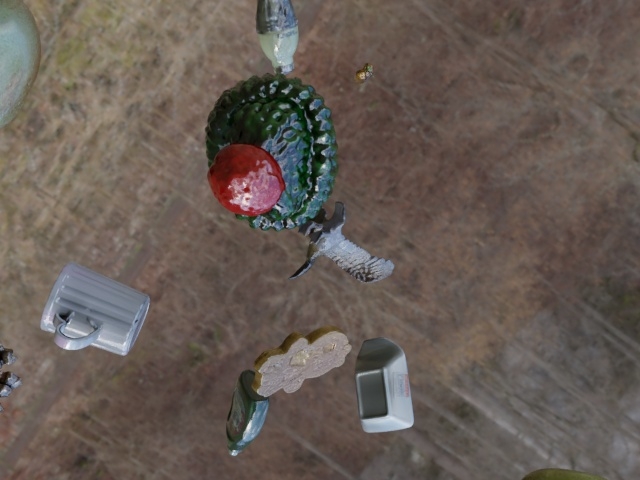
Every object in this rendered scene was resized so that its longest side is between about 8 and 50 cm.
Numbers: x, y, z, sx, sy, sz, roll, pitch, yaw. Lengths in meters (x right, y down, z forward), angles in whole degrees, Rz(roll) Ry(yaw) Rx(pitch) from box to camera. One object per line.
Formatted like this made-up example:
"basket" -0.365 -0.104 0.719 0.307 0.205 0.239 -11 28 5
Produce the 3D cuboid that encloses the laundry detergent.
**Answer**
"laundry detergent" -0.182 0.414 2.093 0.137 0.063 0.210 57 -43 46

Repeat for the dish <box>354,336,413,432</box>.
"dish" 0.142 0.360 2.240 0.154 0.064 0.234 -17 -108 35

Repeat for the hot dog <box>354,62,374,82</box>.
"hot dog" 0.101 -0.379 2.047 0.049 0.037 0.122 -40 -178 3

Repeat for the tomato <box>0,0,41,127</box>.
"tomato" -0.654 -0.330 1.600 0.239 0.303 0.303 24 -102 50

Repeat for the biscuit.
"biscuit" -0.039 0.258 1.966 0.249 0.035 0.184 -19 138 -25

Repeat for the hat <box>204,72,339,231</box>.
"hat" -0.087 -0.139 1.499 0.242 0.274 0.332 -23 -169 11

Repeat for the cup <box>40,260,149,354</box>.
"cup" -0.511 0.178 2.000 0.167 0.202 0.221 117 -7 -56

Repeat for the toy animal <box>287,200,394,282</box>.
"toy animal" -0.007 -0.001 1.870 0.197 0.272 0.160 -38 158 -6

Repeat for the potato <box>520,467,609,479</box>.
"potato" 0.494 0.521 1.696 0.143 0.248 0.169 -36 137 -55

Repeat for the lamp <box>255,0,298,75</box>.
"lamp" -0.104 -0.509 2.101 0.101 0.101 0.250 -68 151 -61

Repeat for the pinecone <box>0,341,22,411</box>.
"pinecone" -0.573 0.223 1.377 0.205 0.179 0.184 -39 178 -15
